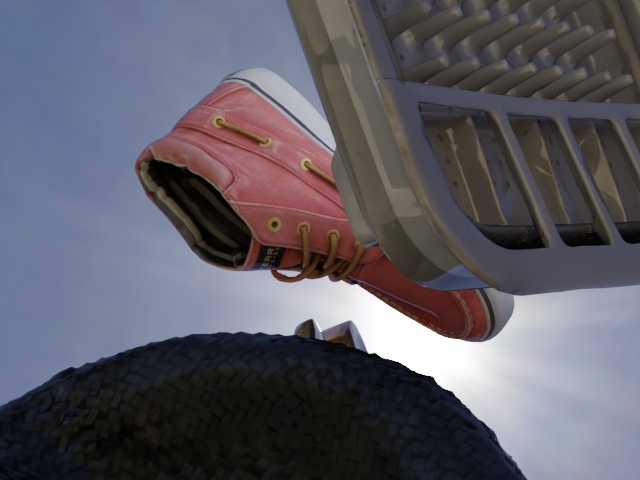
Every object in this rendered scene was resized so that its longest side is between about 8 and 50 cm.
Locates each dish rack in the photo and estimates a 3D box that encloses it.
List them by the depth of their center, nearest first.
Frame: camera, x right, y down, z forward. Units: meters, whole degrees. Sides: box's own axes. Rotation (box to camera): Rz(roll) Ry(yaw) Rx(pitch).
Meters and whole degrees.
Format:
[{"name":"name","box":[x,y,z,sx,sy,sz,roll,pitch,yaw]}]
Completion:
[{"name":"dish rack","box":[0.061,-0.124,0.849,0.072,0.285,0.333,-26,-104,35]}]

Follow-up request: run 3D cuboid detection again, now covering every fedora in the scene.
[{"name":"fedora","box":[-0.019,0.124,0.460,0.334,0.334,0.152,4,-61,30]}]

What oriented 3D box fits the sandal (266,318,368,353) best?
[{"name":"sandal","box":[-0.017,0.083,0.771,0.079,0.240,0.088,-22,-90,5]}]

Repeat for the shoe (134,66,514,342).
[{"name":"shoe","box":[0.000,0.000,0.837,0.178,0.081,0.063,41,-38,10]}]
